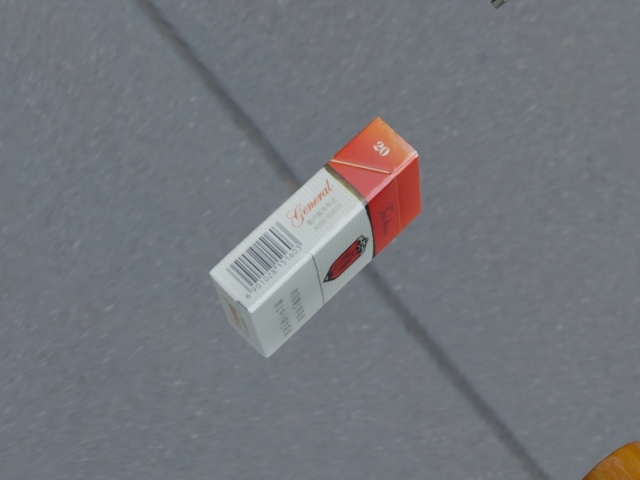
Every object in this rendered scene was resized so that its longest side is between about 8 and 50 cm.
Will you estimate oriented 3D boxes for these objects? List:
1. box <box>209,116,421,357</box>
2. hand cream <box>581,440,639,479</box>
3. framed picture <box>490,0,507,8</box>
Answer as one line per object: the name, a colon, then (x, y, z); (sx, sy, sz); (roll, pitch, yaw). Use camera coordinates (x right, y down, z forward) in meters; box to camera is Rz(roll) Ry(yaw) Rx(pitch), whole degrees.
box: (0.000, 0.000, 1.067); (0.048, 0.100, 0.152); (41, 77, 16)
hand cream: (0.350, 0.310, 1.394); (0.140, 0.089, 0.314); (-42, 60, 11)
framed picture: (0.222, -0.277, 1.463); (0.011, 0.149, 0.109); (48, 47, 6)
